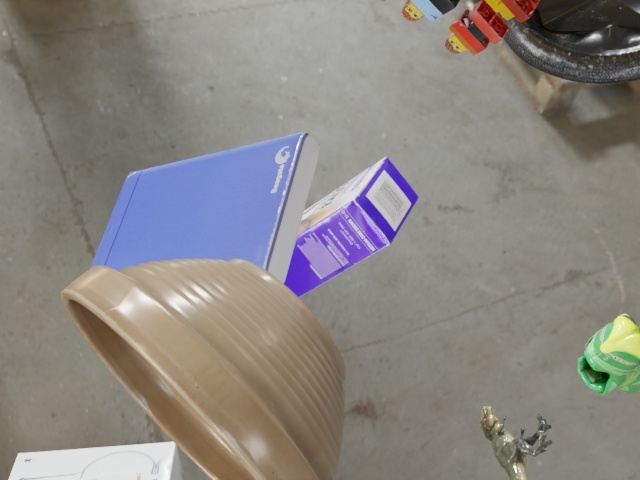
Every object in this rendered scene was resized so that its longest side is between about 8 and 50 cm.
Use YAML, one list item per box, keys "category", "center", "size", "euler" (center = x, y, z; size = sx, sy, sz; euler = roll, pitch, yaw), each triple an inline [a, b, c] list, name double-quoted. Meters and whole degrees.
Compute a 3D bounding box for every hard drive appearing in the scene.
- category: "hard drive"
  center: [-0.161, -0.021, 1.125]
  size: [0.319, 0.040, 0.210]
  euler: [-8, 55, 35]

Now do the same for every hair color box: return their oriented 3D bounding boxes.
- category: "hair color box"
  center: [0.000, 0.000, 1.584]
  size: [0.110, 0.339, 0.185]
  euler: [50, 35, -9]

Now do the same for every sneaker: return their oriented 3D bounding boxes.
- category: "sneaker"
  center: [0.506, 0.207, 1.509]
  size: [0.123, 0.295, 0.109]
  euler: [-30, 60, 9]

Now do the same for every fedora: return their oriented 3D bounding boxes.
- category: "fedora"
  center: [0.433, -0.368, 1.284]
  size: [0.334, 0.334, 0.152]
  euler: [45, 16, 20]

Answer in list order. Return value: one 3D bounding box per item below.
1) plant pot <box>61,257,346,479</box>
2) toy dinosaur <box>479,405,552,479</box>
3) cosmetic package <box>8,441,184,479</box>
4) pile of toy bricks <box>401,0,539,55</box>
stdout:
- category: "plant pot"
  center: [-0.061, 0.090, 0.606]
  size: [0.237, 0.237, 0.110]
  euler: [40, 69, 17]
- category: "toy dinosaur"
  center: [0.351, 0.366, 1.526]
  size: [0.064, 0.118, 0.268]
  euler: [44, 15, -16]
- category: "cosmetic package"
  center: [-0.384, 0.492, 1.386]
  size: [0.285, 0.097, 0.377]
  euler: [-6, 30, 1]
- category: "pile of toy bricks"
  center: [0.069, -0.232, 0.697]
  size: [0.212, 0.105, 0.118]
  euler: [43, 60, -17]
